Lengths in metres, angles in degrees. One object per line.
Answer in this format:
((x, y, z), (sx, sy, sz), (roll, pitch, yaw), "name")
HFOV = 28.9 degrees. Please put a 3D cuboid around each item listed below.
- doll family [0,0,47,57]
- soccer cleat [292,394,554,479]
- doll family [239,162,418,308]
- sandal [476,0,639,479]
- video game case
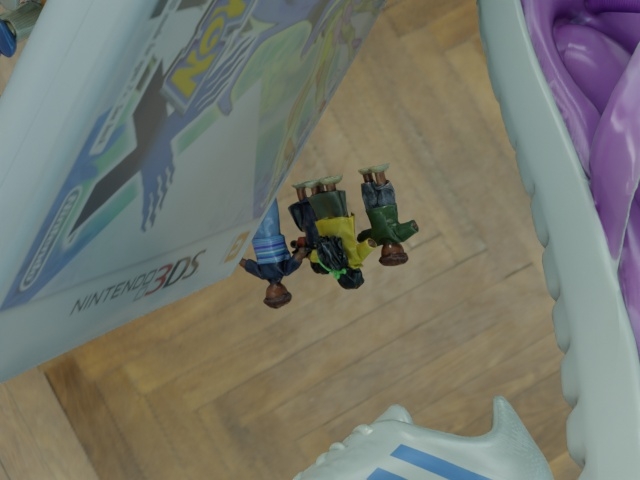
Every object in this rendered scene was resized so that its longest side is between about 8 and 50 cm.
((-0.161, -0.218, 0.982), (0.263, 0.118, 0.163), (18, 44, 39), "doll family")
((0.027, 0.218, 1.026), (0.331, 0.116, 0.143), (-11, 63, -7), "soccer cleat")
((0.000, 0.000, 1.137), (0.076, 0.193, 0.111), (-18, 97, -41), "doll family")
((0.171, -0.012, 0.543), (0.169, 0.102, 0.416), (22, 49, -35), "sandal")
((-0.026, -0.101, 0.532), (0.036, 0.300, 0.329), (33, 106, 10), "video game case")
